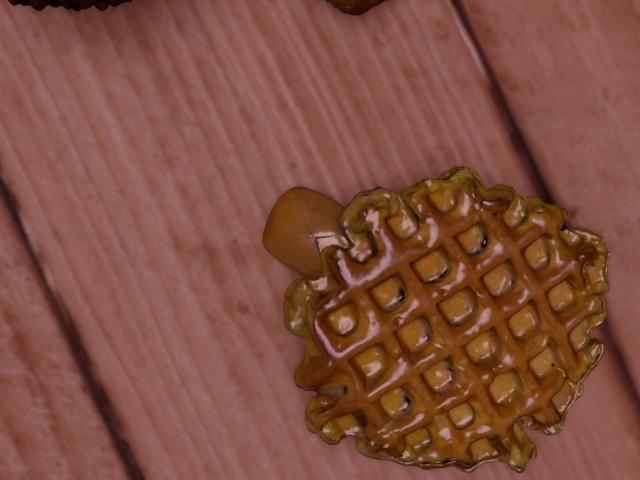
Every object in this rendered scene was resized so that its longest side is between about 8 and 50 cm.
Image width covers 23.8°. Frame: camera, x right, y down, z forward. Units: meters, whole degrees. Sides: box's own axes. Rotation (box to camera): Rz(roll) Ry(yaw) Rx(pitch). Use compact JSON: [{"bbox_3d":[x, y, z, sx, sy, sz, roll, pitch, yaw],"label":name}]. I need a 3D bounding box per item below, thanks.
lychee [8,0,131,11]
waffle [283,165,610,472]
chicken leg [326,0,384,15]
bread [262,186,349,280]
[{"bbox_3d":[-0.201,-0.359,1.367,0.306,0.306,0.330,30,60,0],"label":"lychee"},{"bbox_3d":[0.125,0.079,1.477,0.325,0.068,0.302,12,99,-13],"label":"waffle"},{"bbox_3d":[0.105,-0.287,1.485,0.251,0.087,0.107,-7,113,-6],"label":"chicken leg"},{"bbox_3d":[0.000,0.000,1.501,0.115,0.056,0.082,36,91,-1],"label":"bread"}]
